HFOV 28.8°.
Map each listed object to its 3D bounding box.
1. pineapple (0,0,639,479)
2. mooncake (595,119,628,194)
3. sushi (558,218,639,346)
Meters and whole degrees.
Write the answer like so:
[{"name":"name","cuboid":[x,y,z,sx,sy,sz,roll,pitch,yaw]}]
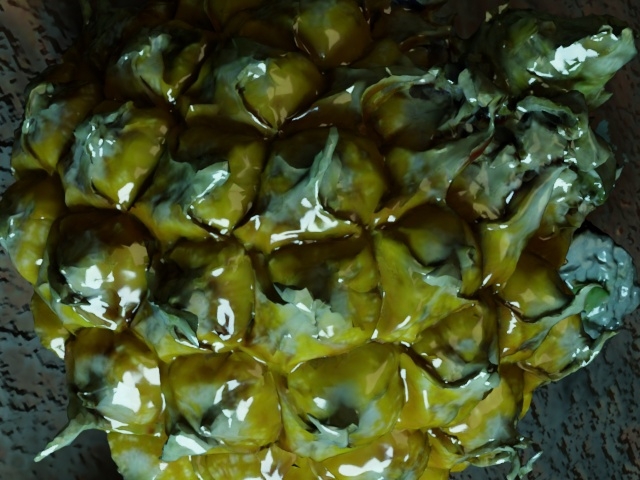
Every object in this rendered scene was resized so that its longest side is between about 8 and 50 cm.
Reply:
[{"name":"pineapple","cuboid":[0.003,-0.002,0.570,0.344,0.286,0.209,52,38,-7]},{"name":"mooncake","cuboid":[0.253,-0.167,0.895,0.346,0.057,0.150,-38,98,-20]},{"name":"sushi","cuboid":[0.152,0.024,0.827,0.094,0.084,0.098,-36,113,-6]}]
